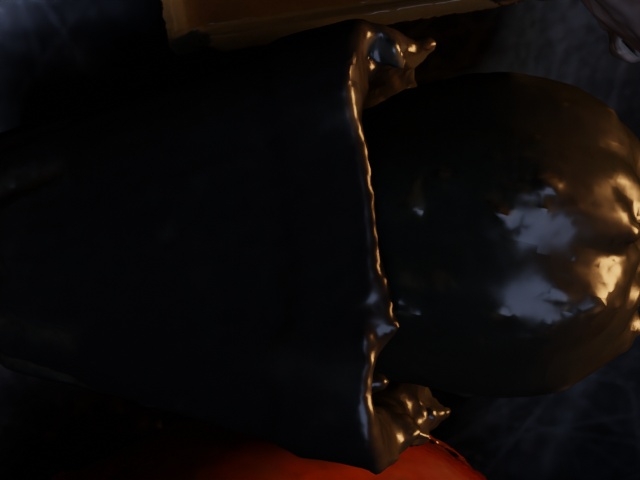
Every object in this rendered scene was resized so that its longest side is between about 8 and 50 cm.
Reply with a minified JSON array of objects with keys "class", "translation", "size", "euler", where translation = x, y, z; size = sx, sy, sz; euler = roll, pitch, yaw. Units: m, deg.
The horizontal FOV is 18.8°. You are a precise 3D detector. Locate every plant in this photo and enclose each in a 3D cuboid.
[{"class":"plant","translation":[0.000,0.000,0.737],"size":[0.256,0.142,0.164],"euler":[0,91,15]}]

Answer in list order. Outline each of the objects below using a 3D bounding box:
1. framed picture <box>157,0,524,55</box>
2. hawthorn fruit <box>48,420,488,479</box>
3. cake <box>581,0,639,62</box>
[{"class":"framed picture","translation":[0.025,-0.204,0.701],"size":[0.208,0.019,0.281],"euler":[-8,123,-6]},{"class":"hawthorn fruit","translation":[0.007,0.192,0.822],"size":[0.307,0.276,0.276],"euler":[-13,126,-28]},{"class":"cake","translation":[0.146,-0.214,0.573],"size":[0.309,0.230,0.237],"euler":[-46,124,8]}]
